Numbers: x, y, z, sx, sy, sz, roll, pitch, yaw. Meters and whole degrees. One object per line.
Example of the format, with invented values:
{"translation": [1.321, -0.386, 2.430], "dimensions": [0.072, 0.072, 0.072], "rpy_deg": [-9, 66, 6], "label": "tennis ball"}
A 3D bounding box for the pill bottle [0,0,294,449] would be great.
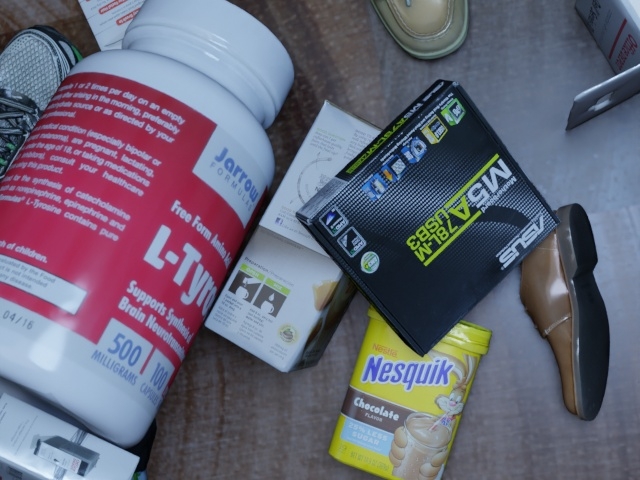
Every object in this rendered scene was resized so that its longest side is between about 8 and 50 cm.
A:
{"translation": [-0.185, -0.030, 1.017], "dimensions": [0.229, 0.229, 0.407], "rpy_deg": [21, 69, 12], "label": "pill bottle"}

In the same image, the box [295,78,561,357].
{"translation": [0.103, -0.020, 0.985], "dimensions": [0.191, 0.045, 0.184], "rpy_deg": [-43, 111, -7], "label": "box"}

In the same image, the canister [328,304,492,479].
{"translation": [0.089, 0.153, 1.072], "dimensions": [0.126, 0.073, 0.169], "rpy_deg": [18, 91, 11], "label": "canister"}

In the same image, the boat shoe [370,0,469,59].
{"translation": [0.078, -0.326, 1.095], "dimensions": [0.105, 0.089, 0.285], "rpy_deg": [-19, 83, 9], "label": "boat shoe"}

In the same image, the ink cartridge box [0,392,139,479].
{"translation": [-0.238, 0.202, 0.957], "dimensions": [0.135, 0.099, 0.056], "rpy_deg": [27, 61, -4], "label": "ink cartridge box"}

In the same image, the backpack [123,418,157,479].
{"translation": [-0.321, 0.354, 1.065], "dimensions": [0.290, 0.273, 0.355], "rpy_deg": [6, 100, -5], "label": "backpack"}

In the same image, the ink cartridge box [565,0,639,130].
{"translation": [0.357, -0.248, 0.975], "dimensions": [0.353, 0.207, 0.119], "rpy_deg": [-30, 83, 7], "label": "ink cartridge box"}

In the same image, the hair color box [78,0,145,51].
{"translation": [-0.220, -0.282, 1.169], "dimensions": [0.093, 0.053, 0.167], "rpy_deg": [-26, 81, 7], "label": "hair color box"}

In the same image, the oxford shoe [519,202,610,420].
{"translation": [0.239, 0.074, 1.059], "dimensions": [0.076, 0.076, 0.212], "rpy_deg": [-12, 80, 35], "label": "oxford shoe"}

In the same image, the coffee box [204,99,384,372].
{"translation": [0.000, 0.000, 1.064], "dimensions": [0.098, 0.141, 0.246], "rpy_deg": [29, 93, 11], "label": "coffee box"}

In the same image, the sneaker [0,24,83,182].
{"translation": [-0.345, -0.067, 1.133], "dimensions": [0.134, 0.146, 0.343], "rpy_deg": [20, 90, 12], "label": "sneaker"}
